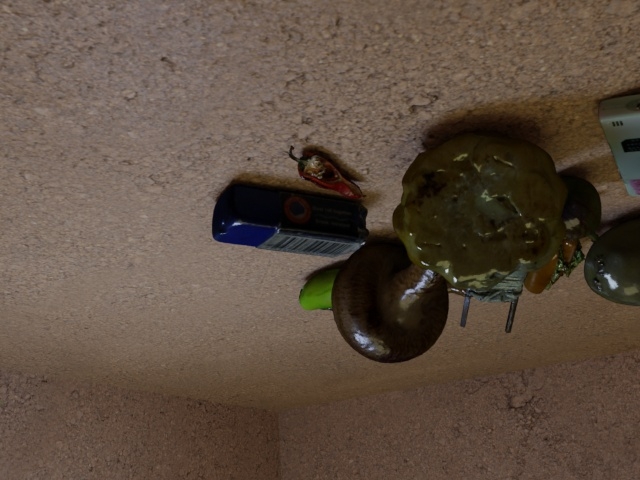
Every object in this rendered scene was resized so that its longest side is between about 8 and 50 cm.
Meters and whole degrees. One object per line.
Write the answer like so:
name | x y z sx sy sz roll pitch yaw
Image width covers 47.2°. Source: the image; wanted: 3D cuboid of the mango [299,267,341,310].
mango | 0.030 0.141 2.068 0.125 0.111 0.233 19 147 -33

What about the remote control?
remote control | 0.637 -0.173 1.402 0.145 0.050 0.344 -1 158 31

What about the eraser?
eraser | -0.065 -0.037 1.615 0.332 0.101 0.155 8 157 -26

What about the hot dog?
hot dog | 0.620 0.060 1.948 0.135 0.100 0.337 -33 158 -7

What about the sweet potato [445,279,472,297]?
sweet potato | 0.323 0.139 2.189 0.281 0.067 0.059 0 122 4

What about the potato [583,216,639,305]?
potato | 0.825 0.051 1.841 0.327 0.220 0.243 -19 166 3

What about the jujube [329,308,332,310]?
jujube | 0.043 0.181 2.224 0.129 0.077 0.077 -7 159 19

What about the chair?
chair | 0.438 0.073 1.857 0.160 0.186 0.319 6 134 10

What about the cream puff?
cream puff | 0.309 -0.067 1.445 0.325 0.291 0.257 -24 -176 11

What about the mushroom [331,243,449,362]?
mushroom | 0.224 0.144 1.866 0.356 0.334 0.331 -7 161 34

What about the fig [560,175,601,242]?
fig | 0.571 -0.042 1.625 0.149 0.149 0.245 -22 137 37

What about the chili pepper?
chili pepper | 0.010 -0.133 1.463 0.050 0.059 0.268 28 -176 37
